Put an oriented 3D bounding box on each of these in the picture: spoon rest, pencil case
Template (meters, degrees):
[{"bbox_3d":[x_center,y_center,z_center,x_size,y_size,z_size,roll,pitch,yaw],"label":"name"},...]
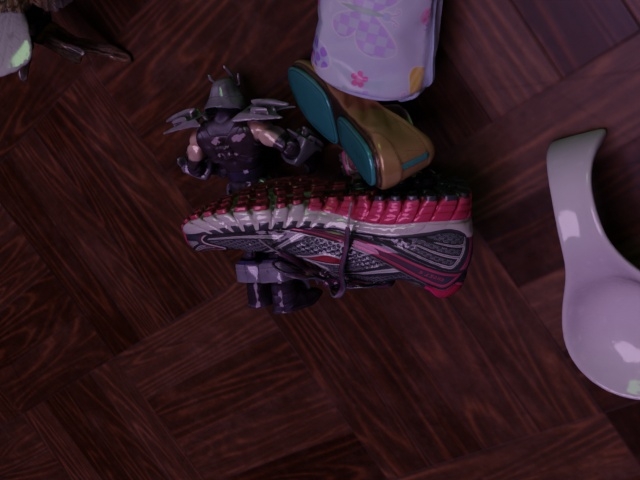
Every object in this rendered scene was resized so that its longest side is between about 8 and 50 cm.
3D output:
[{"bbox_3d":[0.277,0.038,0.821,0.137,0.084,0.276,-14,106,38],"label":"spoon rest"},{"bbox_3d":[0.067,-0.264,0.769,0.124,0.113,0.273,13,123,3],"label":"pencil case"}]

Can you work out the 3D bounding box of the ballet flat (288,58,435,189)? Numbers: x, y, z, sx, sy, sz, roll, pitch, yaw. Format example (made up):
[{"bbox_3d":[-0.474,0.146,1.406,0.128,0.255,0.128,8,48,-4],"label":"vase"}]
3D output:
[{"bbox_3d":[0.039,-0.123,0.863,0.232,0.073,0.080,-125,19,-47],"label":"ballet flat"}]

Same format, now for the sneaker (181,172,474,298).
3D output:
[{"bbox_3d":[0.000,0.000,0.857,0.299,0.121,0.112,2,108,20],"label":"sneaker"}]

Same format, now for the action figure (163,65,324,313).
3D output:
[{"bbox_3d":[-0.079,-0.060,0.992,0.185,0.099,0.285,1,112,40],"label":"action figure"}]

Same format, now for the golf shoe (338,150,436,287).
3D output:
[{"bbox_3d":[0.091,-0.036,0.909,0.086,0.067,0.186,-17,105,37],"label":"golf shoe"}]

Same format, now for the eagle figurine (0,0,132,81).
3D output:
[{"bbox_3d":[-0.314,-0.340,0.927,0.225,0.226,0.298,50,139,26],"label":"eagle figurine"}]
